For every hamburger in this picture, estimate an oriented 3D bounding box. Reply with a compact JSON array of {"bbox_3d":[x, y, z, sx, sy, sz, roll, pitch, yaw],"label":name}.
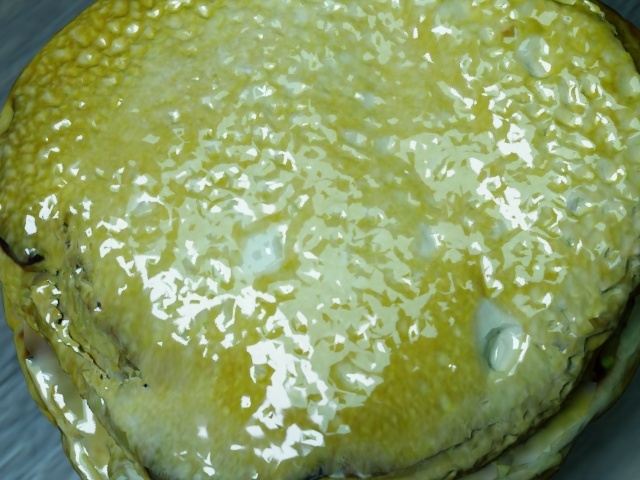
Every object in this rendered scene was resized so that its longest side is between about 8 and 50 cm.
[{"bbox_3d":[0.000,0.000,0.771,0.314,0.170,0.290,-37,69,-8],"label":"hamburger"}]
